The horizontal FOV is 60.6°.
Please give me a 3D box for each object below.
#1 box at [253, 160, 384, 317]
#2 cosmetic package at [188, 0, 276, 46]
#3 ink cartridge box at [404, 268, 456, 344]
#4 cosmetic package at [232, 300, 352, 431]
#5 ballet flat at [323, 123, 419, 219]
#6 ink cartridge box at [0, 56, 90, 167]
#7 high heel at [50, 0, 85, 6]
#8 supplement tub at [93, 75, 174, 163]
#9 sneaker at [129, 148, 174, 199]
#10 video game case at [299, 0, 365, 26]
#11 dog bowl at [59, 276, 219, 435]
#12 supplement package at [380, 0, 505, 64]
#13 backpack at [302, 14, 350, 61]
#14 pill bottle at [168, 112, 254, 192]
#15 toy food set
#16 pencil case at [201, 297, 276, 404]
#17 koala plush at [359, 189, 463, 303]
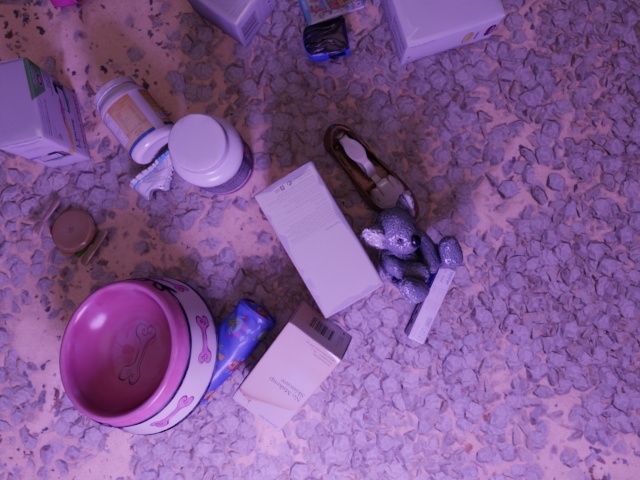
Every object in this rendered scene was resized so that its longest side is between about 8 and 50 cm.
[{"bbox_3d":[0.000,0.000,1.402,0.168,0.215,0.345,-31,87,1],"label":"box"},{"bbox_3d":[-0.240,-0.651,1.458,0.184,0.151,0.151,36,90,1],"label":"cosmetic package"},{"bbox_3d":[0.287,0.165,1.446,0.046,0.097,0.207,25,90,3],"label":"ink cartridge box"},{"bbox_3d":[-0.074,0.320,1.381,0.160,0.113,0.309,35,118,2],"label":"cosmetic package"},{"bbox_3d":[0.134,-0.178,1.447,0.116,0.124,0.342,-39,88,1],"label":"ballet flat"},{"bbox_3d":[-0.717,-0.315,1.404,0.117,0.278,0.201,-13,88,-2],"label":"ink cartridge box"},{"bbox_3d":[-0.613,-0.682,1.509,0.244,0.082,0.117,-30,78,-12],"label":"high heel"},{"bbox_3d":[-0.490,-0.320,1.461,0.144,0.144,0.199,-39,87,1],"label":"supplement tub"},{"bbox_3d":[-0.426,-0.184,1.500,0.191,0.071,0.083,-40,94,9],"label":"sneaker"},{"bbox_3d":[0.025,-0.674,1.518,0.166,0.015,0.119,-19,88,2],"label":"video game case"},{"bbox_3d":[-0.470,0.278,1.377,0.408,0.150,0.408,-5,74,17],"label":"dog bowl"},{"bbox_3d":[0.314,-0.616,1.442,0.262,0.145,0.204,-17,88,2],"label":"supplement package"},{"bbox_3d":[0.016,-0.529,1.472,0.120,0.101,0.098,-10,86,6],"label":"backpack"},{"bbox_3d":[-0.271,-0.213,1.364,0.176,0.318,0.176,0,89,1],"label":"pill bottle"},{"bbox_3d":[-0.684,-0.023,1.519,0.192,0.038,0.132,32,83,8],"label":"toy food set"},{"bbox_3d":[-0.257,0.286,1.451,0.306,0.119,0.133,-47,61,1],"label":"pencil case"},{"bbox_3d":[0.202,0.003,1.364,0.196,0.203,0.221,-44,126,-9],"label":"koala plush"}]
